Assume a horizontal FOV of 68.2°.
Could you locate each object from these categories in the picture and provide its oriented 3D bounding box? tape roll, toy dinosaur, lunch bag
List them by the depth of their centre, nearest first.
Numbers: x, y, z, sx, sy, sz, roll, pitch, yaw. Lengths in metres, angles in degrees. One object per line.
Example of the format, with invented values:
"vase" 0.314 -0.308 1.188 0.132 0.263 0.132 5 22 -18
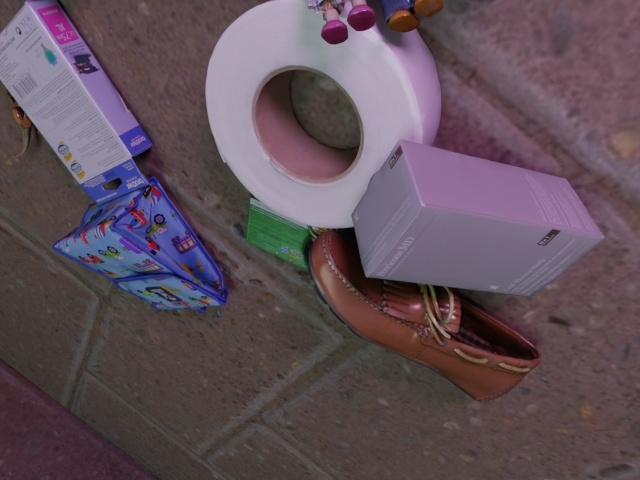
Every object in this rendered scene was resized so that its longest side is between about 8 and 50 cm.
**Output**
"tape roll" 0.000 -0.158 0.594 0.286 0.100 0.286 16 131 19
"toy dinosaur" -0.561 -0.230 0.902 0.112 0.064 0.211 33 127 29
"lunch bag" -0.327 0.044 0.946 0.221 0.138 0.293 -13 129 37

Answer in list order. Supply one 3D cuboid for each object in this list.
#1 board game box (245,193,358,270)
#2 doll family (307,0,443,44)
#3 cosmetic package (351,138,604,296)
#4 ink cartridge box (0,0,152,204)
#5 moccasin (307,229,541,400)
"board game box" 0.000 0.000 0.768 0.260 0.030 0.136 25 135 11
"doll family" 0.093 -0.287 0.418 0.263 0.118 0.163 -14 86 33
"cosmetic package" 0.169 -0.017 0.532 0.238 0.107 0.127 5 140 -21
"ink cartridge box" -0.418 -0.219 0.814 0.186 0.065 0.311 -13 114 36
"moccasin" 0.151 0.099 0.663 0.380 0.139 0.147 36 124 -11
